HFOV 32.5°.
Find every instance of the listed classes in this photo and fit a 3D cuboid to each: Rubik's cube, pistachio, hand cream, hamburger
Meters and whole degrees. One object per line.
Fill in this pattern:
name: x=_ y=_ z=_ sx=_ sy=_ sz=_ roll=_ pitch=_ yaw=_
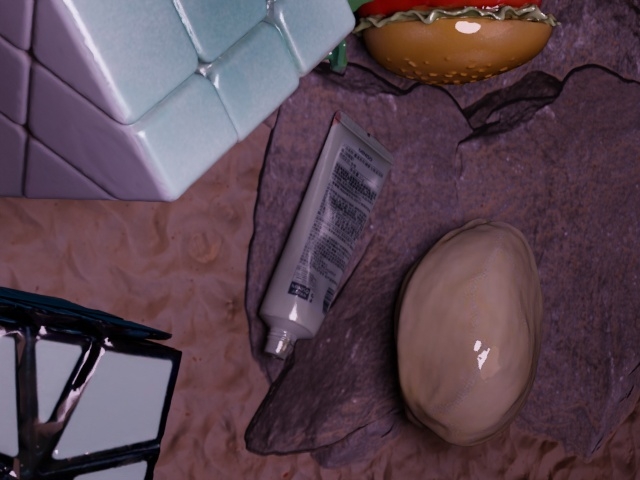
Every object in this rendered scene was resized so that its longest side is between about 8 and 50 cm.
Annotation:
Rubik's cube: x=-0.214 y=-0.250 z=1.054 sx=0.316 sy=0.318 sz=0.322 roll=-50 pitch=127 yaw=-34
pistachio: x=0.210 y=0.121 z=1.538 sx=0.226 sy=0.208 sz=0.332 roll=13 pitch=74 yaw=-17
Rubik's cube: x=-0.344 y=0.188 z=1.077 sx=0.288 sy=0.283 sz=0.294 roll=18 pitch=83 yaw=-37
hand cream: x=0.000 y=0.000 z=1.460 sx=0.124 sy=0.077 sz=0.341 roll=35 pitch=68 yaw=-35
hamburger: x=0.170 y=-0.305 z=1.403 sx=0.274 sy=0.274 sz=0.212 roll=-8 pitch=99 yaw=-36

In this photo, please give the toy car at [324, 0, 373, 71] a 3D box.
toy car: x=-0.049 y=-0.386 z=1.281 sx=0.213 sy=0.176 sz=0.359 roll=-13 pitch=81 yaw=-24
